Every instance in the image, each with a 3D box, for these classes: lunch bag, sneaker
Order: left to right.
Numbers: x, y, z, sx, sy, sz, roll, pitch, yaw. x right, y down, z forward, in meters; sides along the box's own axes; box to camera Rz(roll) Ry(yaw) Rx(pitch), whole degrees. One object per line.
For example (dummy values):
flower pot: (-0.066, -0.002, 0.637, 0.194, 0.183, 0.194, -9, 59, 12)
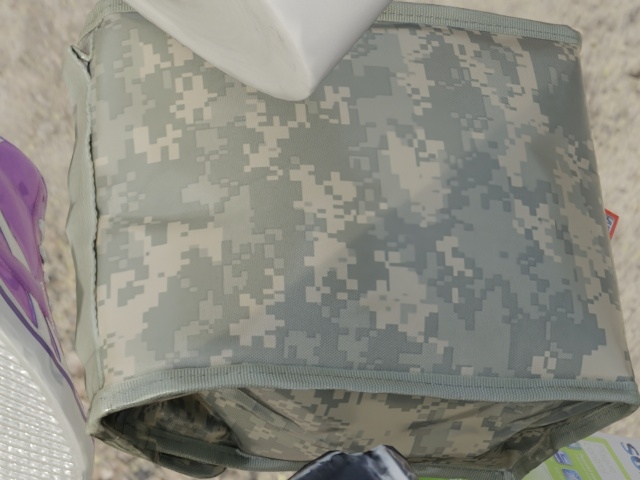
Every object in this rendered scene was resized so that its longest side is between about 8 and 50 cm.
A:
sneaker: (-0.213, 0.044, 1.050, 0.102, 0.282, 0.161, -9, 27, 21)
lunch bag: (0.000, 0.000, 0.796, 0.287, 0.169, 0.235, 6, 63, -22)

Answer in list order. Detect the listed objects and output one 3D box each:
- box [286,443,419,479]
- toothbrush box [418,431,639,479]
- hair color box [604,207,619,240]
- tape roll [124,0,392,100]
box: (0.050, 0.416, 0.545, 0.297, 0.471, 0.480, -32, 59, -14)
toothbrush box: (0.140, 0.230, 1.008, 0.283, 0.122, 0.206, 15, 32, -29)
hair color box: (0.142, -0.023, 1.109, 0.141, 0.072, 0.043, 30, 61, -6)
tape roll: (-0.080, -0.188, 0.617, 0.286, 0.286, 0.100, 38, 84, 16)
